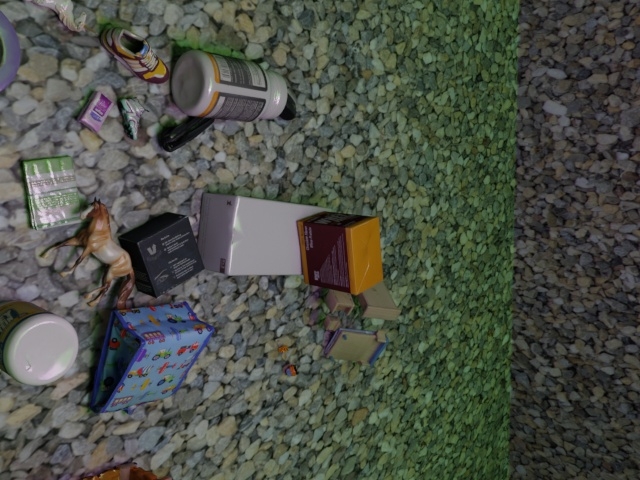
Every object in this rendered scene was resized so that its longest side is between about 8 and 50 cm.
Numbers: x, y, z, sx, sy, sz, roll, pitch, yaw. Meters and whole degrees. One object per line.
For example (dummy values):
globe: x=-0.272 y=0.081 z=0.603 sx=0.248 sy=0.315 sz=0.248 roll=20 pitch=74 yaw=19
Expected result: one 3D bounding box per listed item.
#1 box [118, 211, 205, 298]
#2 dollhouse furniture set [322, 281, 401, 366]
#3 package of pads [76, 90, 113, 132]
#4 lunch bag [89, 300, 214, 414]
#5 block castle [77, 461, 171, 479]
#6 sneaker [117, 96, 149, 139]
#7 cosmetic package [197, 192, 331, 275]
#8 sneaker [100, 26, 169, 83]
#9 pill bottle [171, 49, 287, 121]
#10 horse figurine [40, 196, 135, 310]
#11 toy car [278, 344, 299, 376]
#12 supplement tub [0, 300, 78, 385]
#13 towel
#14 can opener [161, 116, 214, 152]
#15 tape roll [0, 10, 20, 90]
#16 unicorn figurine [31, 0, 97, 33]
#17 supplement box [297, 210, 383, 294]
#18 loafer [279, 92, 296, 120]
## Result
box: x=-0.395 y=0.033 z=1.529 sx=0.156 sy=0.093 sz=0.158 roll=-34 pitch=123 yaw=-39
dollhouse furniture set: x=0.085 y=0.279 z=2.143 sx=0.286 sy=0.198 sz=0.303 roll=11 pitch=122 yaw=-28
package of pads: x=-0.509 y=-0.291 z=1.380 sx=0.050 sy=0.032 sz=0.083 roll=42 pitch=67 yaw=-47
lunch bag: x=-0.427 y=0.315 z=1.510 sx=0.221 sy=0.138 sz=0.293 roll=-1 pitch=121 yaw=-53
block castle: x=-0.430 y=0.676 z=1.358 sx=0.303 sy=0.453 sz=0.213 roll=3 pitch=88 yaw=-49
sneaker: x=-0.436 y=-0.294 z=1.456 sx=0.069 sy=0.038 sz=0.098 roll=-29 pitch=119 yaw=-40
cosmetic package: x=-0.155 y=-0.013 z=1.746 sx=0.385 sy=0.156 sz=0.217 roll=6 pitch=93 yaw=-48
sneaker: x=-0.415 y=-0.425 z=1.418 sx=0.185 sy=0.083 sz=0.070 roll=29 pitch=76 yaw=-47
pill bottle: x=-0.229 y=-0.391 z=1.576 sx=0.278 sy=0.162 sz=0.162 roll=-4 pitch=101 yaw=-48
horse figurine: x=-0.513 y=0.047 z=1.423 sx=0.174 sy=0.066 sz=0.263 roll=-49 pitch=129 yaw=-24
toy car: x=-0.108 y=0.392 z=1.984 sx=0.040 sy=0.060 sz=0.122 roll=-20 pitch=99 yaw=3
supplement tub: x=-0.606 y=0.203 z=1.248 sx=0.144 sy=0.199 sz=0.144 roll=-12 pitch=106 yaw=-47
towel: x=-0.590 y=-0.105 z=1.341 sx=0.113 sy=0.023 sz=0.152 roll=-18 pitch=109 yaw=-47
can opener: x=-0.335 y=-0.281 z=1.560 sx=0.186 sy=0.073 sz=0.059 roll=-43 pitch=120 yaw=-45
tape roll: x=-0.675 y=-0.362 z=1.144 sx=0.189 sy=0.080 sz=0.189 roll=-11 pitch=106 yaw=-46
unicorn figurine: x=-0.550 y=-0.507 z=1.279 sx=0.161 sy=0.060 sz=0.111 roll=7 pitch=94 yaw=-32
supplement box: x=0.056 y=0.029 z=1.724 sx=0.129 sy=0.194 sz=0.191 roll=-23 pitch=113 yaw=-46
loafer: x=-0.128 y=-0.424 z=1.769 sx=0.170 sy=0.062 sz=0.061 roll=50 pitch=39 yaw=-44
